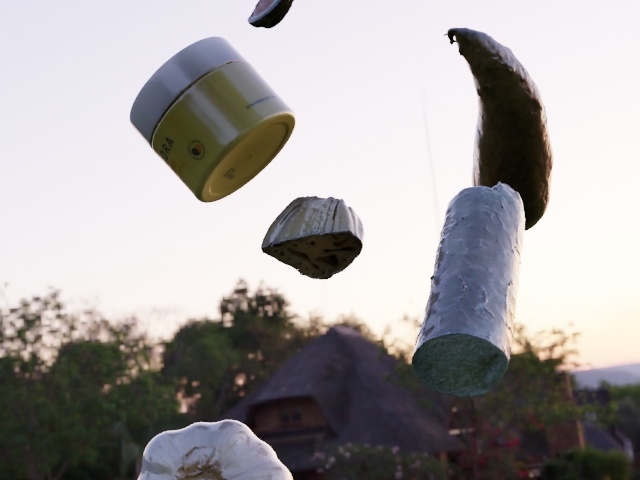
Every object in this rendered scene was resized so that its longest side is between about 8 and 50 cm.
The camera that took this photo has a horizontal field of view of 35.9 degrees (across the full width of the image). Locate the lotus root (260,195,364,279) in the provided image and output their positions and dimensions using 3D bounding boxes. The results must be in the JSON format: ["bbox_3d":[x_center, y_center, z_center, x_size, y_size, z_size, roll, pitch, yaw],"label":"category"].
[{"bbox_3d":[0.000,-0.004,1.583,0.159,0.135,0.095,3,-50,17],"label":"lotus root"}]

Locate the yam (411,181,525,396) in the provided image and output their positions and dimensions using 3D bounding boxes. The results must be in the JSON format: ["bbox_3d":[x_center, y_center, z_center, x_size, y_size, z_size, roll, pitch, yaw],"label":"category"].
[{"bbox_3d":[0.157,0.039,1.006,0.093,0.259,0.093,8,-49,10],"label":"yam"}]

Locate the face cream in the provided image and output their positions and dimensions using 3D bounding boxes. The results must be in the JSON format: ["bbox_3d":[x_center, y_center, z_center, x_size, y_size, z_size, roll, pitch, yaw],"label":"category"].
[{"bbox_3d":[-0.176,-0.197,1.636,0.218,0.179,0.218,-41,-11,-9],"label":"face cream"}]

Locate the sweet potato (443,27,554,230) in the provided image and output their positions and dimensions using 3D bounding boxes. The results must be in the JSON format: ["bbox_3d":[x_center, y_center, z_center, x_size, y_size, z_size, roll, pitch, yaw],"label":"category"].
[{"bbox_3d":[0.275,-0.151,1.461,0.130,0.130,0.423,-9,-41,11],"label":"sweet potato"}]

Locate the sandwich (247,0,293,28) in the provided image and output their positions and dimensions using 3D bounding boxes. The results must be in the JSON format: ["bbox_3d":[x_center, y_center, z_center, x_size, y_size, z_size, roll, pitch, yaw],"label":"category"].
[{"bbox_3d":[-0.059,-0.339,1.376,0.026,0.101,0.069,28,3,-33],"label":"sandwich"}]

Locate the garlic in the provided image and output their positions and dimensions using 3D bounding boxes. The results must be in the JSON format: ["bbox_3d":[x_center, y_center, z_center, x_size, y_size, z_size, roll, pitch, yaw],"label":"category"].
[{"bbox_3d":[-0.128,0.326,1.223,0.199,0.199,0.226,-8,-20,4],"label":"garlic"}]
